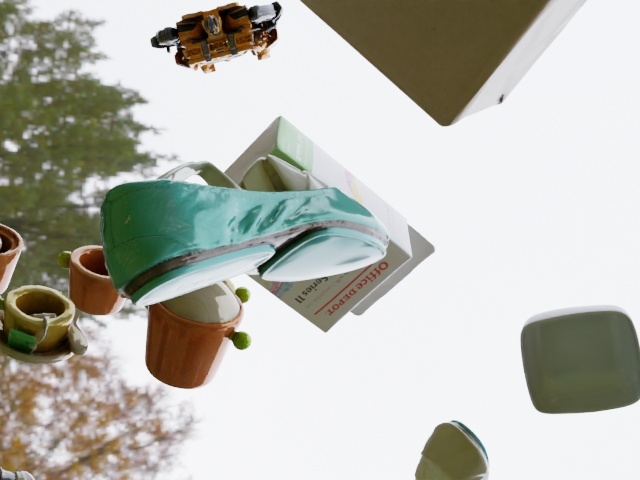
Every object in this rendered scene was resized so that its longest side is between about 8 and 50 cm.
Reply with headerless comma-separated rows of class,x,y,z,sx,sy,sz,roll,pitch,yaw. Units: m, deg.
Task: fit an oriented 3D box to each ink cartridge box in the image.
ink cartridge box,0.000,0.000,1.643,0.207,0.353,0.119,-44,-158,23

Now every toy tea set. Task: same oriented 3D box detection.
toy tea set,-0.223,0.037,1.064,0.200,0.336,0.124,-106,-149,-60

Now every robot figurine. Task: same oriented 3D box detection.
robot figurine,-0.153,-0.323,1.669,0.211,0.291,0.085,-14,-83,3

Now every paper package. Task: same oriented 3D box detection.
paper package,0.141,-0.345,1.182,0.325,0.168,0.309,44,-58,12

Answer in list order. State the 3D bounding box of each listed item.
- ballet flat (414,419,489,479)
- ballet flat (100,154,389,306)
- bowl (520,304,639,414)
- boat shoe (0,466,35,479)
ballet flat,0.148,0.284,1.240,0.086,0.248,0.086,-2,-115,4
ballet flat,-0.043,-0.016,0.687,0.083,0.247,0.087,-32,-106,36
bowl,0.322,0.141,1.290,0.142,0.053,0.142,-8,-66,14
boat shoe,-0.535,0.507,1.553,0.132,0.130,0.355,-42,-148,52
